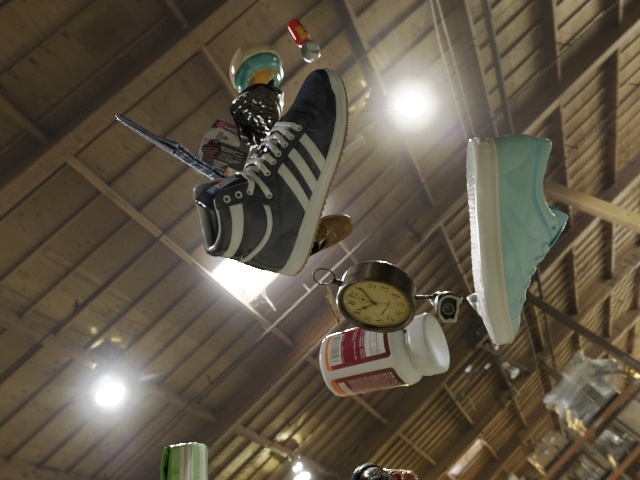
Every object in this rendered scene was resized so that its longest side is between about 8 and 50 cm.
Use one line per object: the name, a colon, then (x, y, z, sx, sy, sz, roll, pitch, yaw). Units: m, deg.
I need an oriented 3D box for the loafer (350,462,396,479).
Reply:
loafer: (0.145, 0.519, 0.797, 0.303, 0.095, 0.109, 58, -137, -42)

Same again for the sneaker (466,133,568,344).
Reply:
sneaker: (0.333, 0.006, 0.677, 0.150, 0.135, 0.366, -5, -73, 15)

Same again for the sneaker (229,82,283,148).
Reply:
sneaker: (-0.131, -0.303, 0.901, 0.107, 0.283, 0.124, 21, -97, -11)

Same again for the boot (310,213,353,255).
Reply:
boot: (0.000, 0.000, 1.285, 0.305, 0.115, 0.113, -21, -65, -29)

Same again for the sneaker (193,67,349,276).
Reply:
sneaker: (-0.065, -0.099, 0.518, 0.153, 0.099, 0.283, 12, -86, -34)

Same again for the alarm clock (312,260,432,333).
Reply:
alarm clock: (0.078, 0.086, 0.687, 0.191, 0.064, 0.129, 20, -47, -3)

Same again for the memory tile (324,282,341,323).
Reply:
memory tile: (0.049, 0.249, 1.613, 0.012, 0.113, 0.148, -19, -59, 9)

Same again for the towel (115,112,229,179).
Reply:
towel: (-0.353, -0.224, 1.109, 0.040, 0.243, 0.336, -60, -26, -1)

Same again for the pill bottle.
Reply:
pill bottle: (0.212, 0.385, 1.381, 0.392, 0.224, 0.224, -23, -39, 30)

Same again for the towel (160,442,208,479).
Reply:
towel: (-0.183, 0.335, 0.548, 0.023, 0.113, 0.152, -9, -27, -1)

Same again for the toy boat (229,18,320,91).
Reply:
toy boat: (-0.159, -0.607, 1.403, 0.318, 0.148, 0.267, -33, -3, 12)

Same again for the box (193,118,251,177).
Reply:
box: (-0.337, -0.320, 1.463, 0.163, 0.247, 0.142, 19, -65, -12)

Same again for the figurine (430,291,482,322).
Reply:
figurine: (0.467, 0.202, 1.317, 0.214, 0.209, 0.093, 1, -89, 6)

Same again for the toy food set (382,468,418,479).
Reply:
toy food set: (0.258, 0.775, 1.263, 0.128, 0.218, 0.071, 10, -71, -3)
